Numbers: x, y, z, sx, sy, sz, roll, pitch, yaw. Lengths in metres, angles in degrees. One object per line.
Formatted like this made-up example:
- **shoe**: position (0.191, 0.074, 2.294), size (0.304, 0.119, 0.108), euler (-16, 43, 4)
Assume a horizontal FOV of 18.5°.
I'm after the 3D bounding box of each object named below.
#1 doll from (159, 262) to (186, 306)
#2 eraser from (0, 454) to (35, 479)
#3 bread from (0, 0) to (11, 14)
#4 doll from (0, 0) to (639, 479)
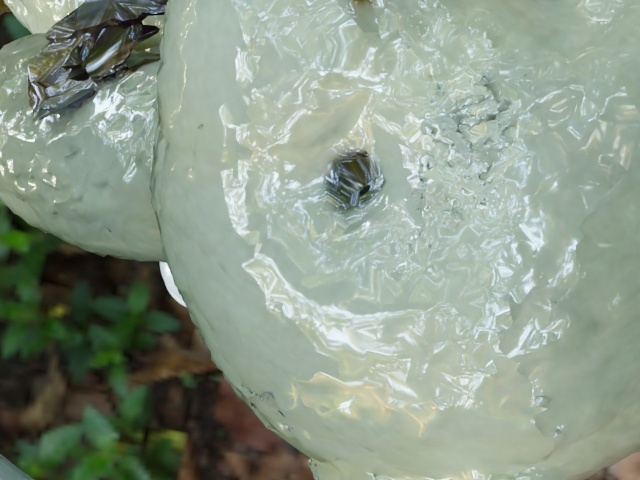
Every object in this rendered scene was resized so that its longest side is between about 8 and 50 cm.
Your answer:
- **doll**: position (0.000, 0.000, 0.894), size (0.162, 0.062, 0.106), euler (9, 117, -2)
- **eraser**: position (-0.195, 0.017, 0.403), size (0.104, 0.290, 0.189), euler (-56, 19, -17)
- **bread**: position (-0.238, -0.195, 1.368), size (0.140, 0.128, 0.069), euler (13, 120, 55)
- **doll**: position (0.000, -0.057, 0.483), size (0.175, 0.149, 0.278), euler (-49, 39, 2)
